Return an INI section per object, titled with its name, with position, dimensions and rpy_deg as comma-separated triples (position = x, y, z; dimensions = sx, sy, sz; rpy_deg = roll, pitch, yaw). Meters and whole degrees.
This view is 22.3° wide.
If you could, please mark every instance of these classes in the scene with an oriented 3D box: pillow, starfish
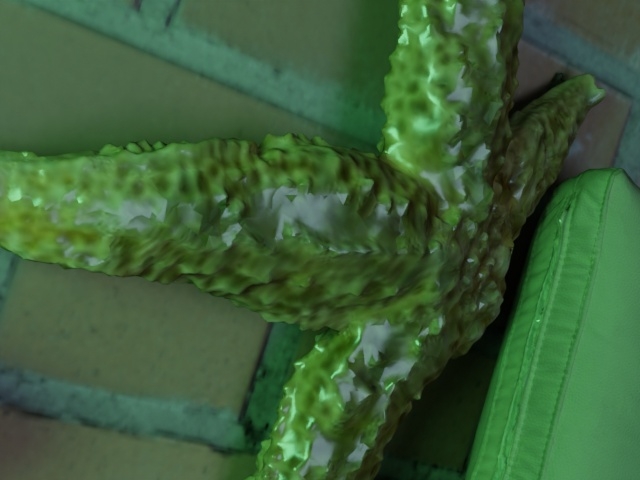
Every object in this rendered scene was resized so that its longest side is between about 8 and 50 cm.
[pillow]
position = 0.166, 0.151, 0.901
dimensions = 0.255, 0.119, 0.322
rpy_deg = 42, 54, -38
[starfish]
position = 0.000, 0.000, 0.774
dimensions = 0.432, 0.082, 0.324
rpy_deg = -51, 134, -15
